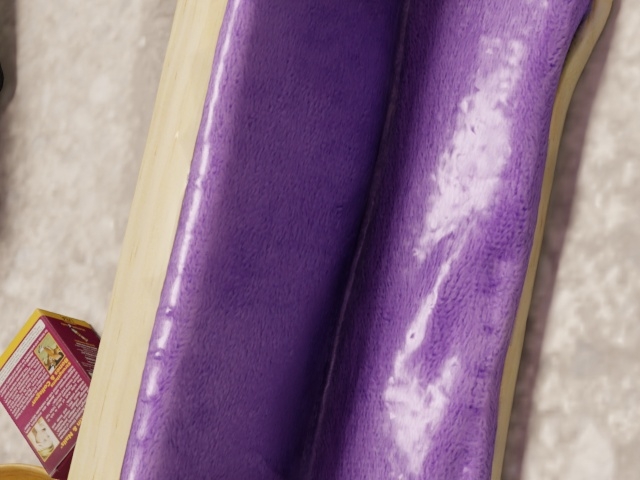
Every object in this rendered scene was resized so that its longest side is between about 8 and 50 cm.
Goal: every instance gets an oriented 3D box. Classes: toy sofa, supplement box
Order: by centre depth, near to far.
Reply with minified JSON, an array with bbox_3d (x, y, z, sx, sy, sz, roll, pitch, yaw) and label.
[{"bbox_3d":[0.000,0.000,0.893,0.177,0.150,0.362,7,81,39],"label":"toy sofa"},{"bbox_3d":[-0.137,0.085,1.038,0.055,0.043,0.083,-51,53,14],"label":"supplement box"}]

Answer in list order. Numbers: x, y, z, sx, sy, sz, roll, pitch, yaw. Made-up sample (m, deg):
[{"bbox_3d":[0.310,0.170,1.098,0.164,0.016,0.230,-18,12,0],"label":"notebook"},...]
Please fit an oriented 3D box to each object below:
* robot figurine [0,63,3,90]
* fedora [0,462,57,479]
[{"bbox_3d":[-0.322,-0.109,1.122,0.209,0.173,0.278,-19,89,25],"label":"robot figurine"},{"bbox_3d":[-0.195,0.213,1.023,0.194,0.079,0.194,-11,70,34],"label":"fedora"}]
